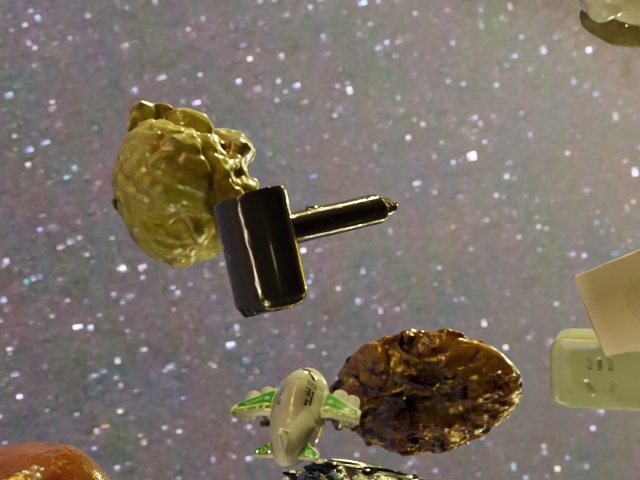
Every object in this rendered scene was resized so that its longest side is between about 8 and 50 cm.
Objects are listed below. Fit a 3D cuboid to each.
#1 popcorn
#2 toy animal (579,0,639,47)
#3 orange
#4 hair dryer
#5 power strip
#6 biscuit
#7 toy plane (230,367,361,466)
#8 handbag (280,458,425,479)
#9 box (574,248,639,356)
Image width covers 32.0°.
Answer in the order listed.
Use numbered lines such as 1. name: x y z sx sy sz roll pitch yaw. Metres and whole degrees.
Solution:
1. popcorn: -0.205 -0.095 1.670 0.237 0.206 0.251 -8 -105 -40
2. toy animal: 0.427 -0.209 1.159 0.181 0.363 0.180 146 111 -77
3. orange: -0.345 0.351 1.343 0.170 0.224 0.224 93 177 -72
4. hair dryer: -0.001 -0.002 1.112 0.248 0.070 0.114 -13 -89 -50
5. power strip: 0.462 0.155 1.290 0.062 0.385 0.091 -21 -70 -66
6. biscuit: 0.166 0.263 1.840 0.289 0.334 0.081 28 -136 -22
7. toy plane: -0.031 0.227 1.454 0.174 0.174 0.080 -55 -35 -50
8. handbag: 0.070 0.364 1.502 0.260 0.162 0.113 15 -90 -33
9. box: 0.384 0.027 1.087 0.212 0.168 0.095 -18 -96 -26
